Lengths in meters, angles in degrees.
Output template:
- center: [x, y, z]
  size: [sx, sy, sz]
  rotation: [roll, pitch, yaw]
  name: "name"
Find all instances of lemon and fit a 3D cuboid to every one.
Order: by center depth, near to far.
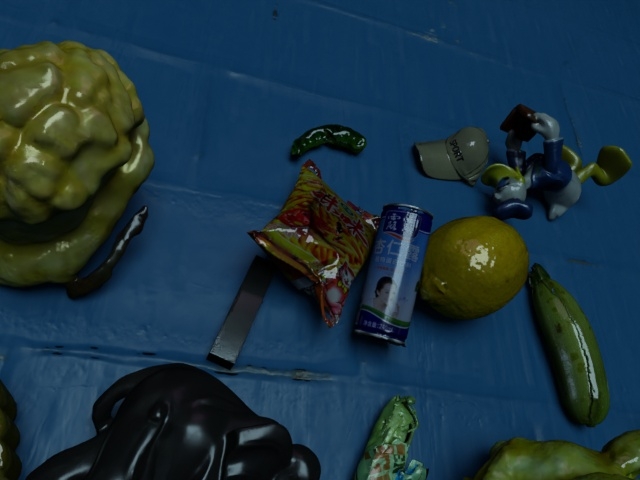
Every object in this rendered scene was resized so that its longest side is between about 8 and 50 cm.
- center: [0.279, 0.049, 0.948]
  size: [0.256, 0.188, 0.188]
  rotation: [-25, 72, -23]
  name: "lemon"

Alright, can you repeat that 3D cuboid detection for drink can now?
- center: [0.128, 0.060, 0.893]
  size: [0.097, 0.097, 0.235]
  rotation: [17, 78, -10]
  name: "drink can"

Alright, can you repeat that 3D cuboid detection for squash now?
- center: [0.489, 0.188, 1.005]
  size: [0.094, 0.094, 0.341]
  rotation: [4, 59, -18]
  name: "squash"

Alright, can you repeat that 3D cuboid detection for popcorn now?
- center: [0.376, 0.400, 0.722]
  size: [0.321, 0.290, 0.326]
  rotation: [36, 77, -17]
  name: "popcorn"
- center: [-0.397, -0.097, 0.725]
  size: [0.349, 0.349, 0.382]
  rotation: [-30, 112, -32]
  name: "popcorn"

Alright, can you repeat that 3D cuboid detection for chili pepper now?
- center: [0.012, -0.214, 1.088]
  size: [0.182, 0.050, 0.073]
  rotation: [-12, 72, -24]
  name: "chili pepper"

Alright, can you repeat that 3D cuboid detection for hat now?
- center: [0.304, -0.204, 1.170]
  size: [0.175, 0.085, 0.147]
  rotation: [-4, 63, -24]
  name: "hat"

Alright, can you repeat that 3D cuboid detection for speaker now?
- center: [-0.126, 0.115, 0.845]
  size: [0.046, 0.040, 0.191]
  rotation: [25, 55, -6]
  name: "speaker"

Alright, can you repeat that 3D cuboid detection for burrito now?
- center: [0.099, 0.372, 0.768]
  size: [0.104, 0.054, 0.288]
  rotation: [30, 55, -2]
  name: "burrito"

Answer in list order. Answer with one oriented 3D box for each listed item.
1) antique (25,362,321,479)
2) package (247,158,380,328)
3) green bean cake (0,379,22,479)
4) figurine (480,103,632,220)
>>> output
- center: [-0.165, 0.301, 0.635]
  size: [0.322, 0.185, 0.255]
  rotation: [41, 57, 11]
  name: "antique"
- center: [-0.004, -0.005, 0.916]
  size: [0.223, 0.108, 0.288]
  rotation: [46, 39, -8]
  name: "package"
- center: [-0.471, 0.278, 0.568]
  size: [0.236, 0.124, 0.233]
  rotation: [-10, 66, -25]
  name: "green bean cake"
- center: [0.495, -0.162, 1.147]
  size: [0.338, 0.204, 0.283]
  rotation: [-39, 111, -25]
  name: "figurine"
